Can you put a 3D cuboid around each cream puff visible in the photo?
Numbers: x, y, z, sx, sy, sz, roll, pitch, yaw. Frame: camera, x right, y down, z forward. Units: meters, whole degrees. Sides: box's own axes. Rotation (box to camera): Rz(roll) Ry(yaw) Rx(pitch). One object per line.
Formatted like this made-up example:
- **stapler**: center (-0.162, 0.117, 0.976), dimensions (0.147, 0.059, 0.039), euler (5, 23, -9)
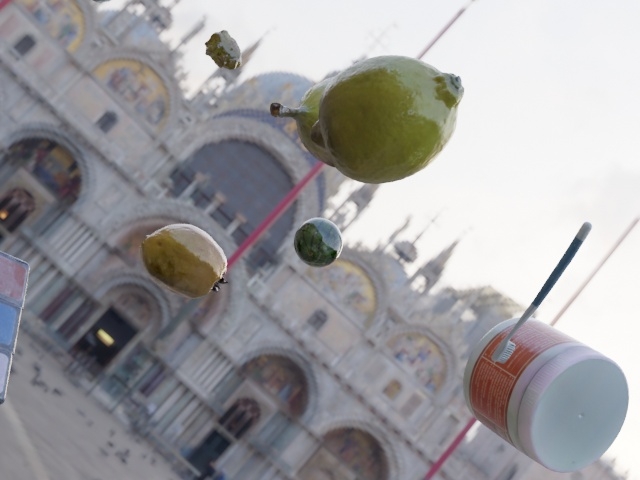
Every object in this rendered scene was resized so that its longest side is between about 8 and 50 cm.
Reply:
- **cream puff**: center (-0.205, -0.399, 2.163), dimensions (0.083, 0.083, 0.058), euler (12, -29, -38)

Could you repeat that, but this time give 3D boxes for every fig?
- **fig**: center (0.017, -0.213, 1.707), dimensions (0.231, 0.143, 0.160), euler (42, 26, -61)

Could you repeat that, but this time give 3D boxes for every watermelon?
- **watermelon**: center (-0.002, 0.000, 2.028), dimensions (0.109, 0.109, 0.109), euler (39, -13, 11)

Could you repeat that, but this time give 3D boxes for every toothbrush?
- **toothbrush**: center (0.358, 0.087, 1.641), dimensions (0.025, 0.276, 0.019), euler (24, 18, -22)

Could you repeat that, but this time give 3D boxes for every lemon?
- **lemon**: center (0.102, -0.179, 1.493), dimensions (0.248, 0.184, 0.184), euler (-16, -49, 28)

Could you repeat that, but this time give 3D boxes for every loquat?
- **loquat**: center (-0.330, 0.052, 2.499), dimensions (0.234, 0.176, 0.187), euler (26, 5, -1)

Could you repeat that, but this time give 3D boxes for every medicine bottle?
- **medicine bottle**: center (0.451, 0.307, 2.073), dimensions (0.252, 0.252, 0.241), euler (50, -9, -29)

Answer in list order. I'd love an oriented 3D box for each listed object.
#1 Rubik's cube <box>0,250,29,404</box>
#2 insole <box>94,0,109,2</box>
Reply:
- **Rubik's cube**: center (-0.859, 0.187, 2.130), dimensions (0.363, 0.359, 0.362), euler (-22, -39, 36)
- **insole**: center (-0.401, -0.514, 1.987), dimensions (0.081, 0.248, 0.011), euler (31, -56, -5)
